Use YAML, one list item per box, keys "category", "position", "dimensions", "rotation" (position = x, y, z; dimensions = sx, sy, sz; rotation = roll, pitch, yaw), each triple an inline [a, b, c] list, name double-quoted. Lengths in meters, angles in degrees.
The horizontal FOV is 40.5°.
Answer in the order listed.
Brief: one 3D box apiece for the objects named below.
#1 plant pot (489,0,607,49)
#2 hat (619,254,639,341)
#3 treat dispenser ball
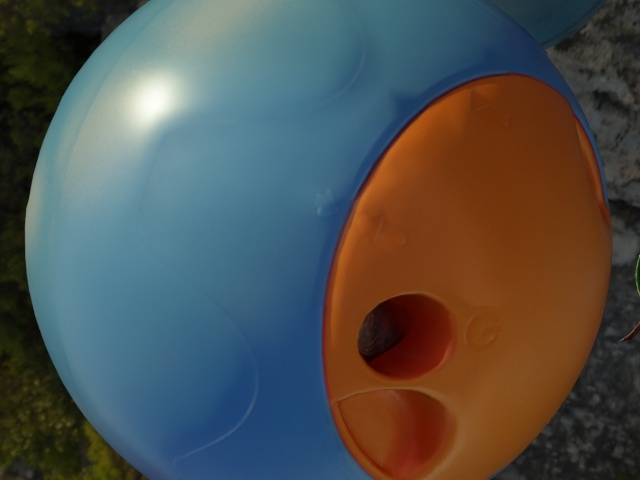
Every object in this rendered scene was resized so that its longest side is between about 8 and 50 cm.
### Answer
- category: "plant pot"
  position: [0.260, -0.449, 1.251]
  dimensions: [0.272, 0.271, 0.255]
  rotation: [-24, 138, 38]
- category: "hat"
  position: [0.484, 0.030, 1.199]
  dimensions: [0.184, 0.208, 0.173]
  rotation: [22, 127, -39]
- category: "treat dispenser ball"
  position: [0.000, 0.000, 0.447]
  dimensions: [0.288, 0.288, 0.288]
  rotation: [15, 128, 20]
